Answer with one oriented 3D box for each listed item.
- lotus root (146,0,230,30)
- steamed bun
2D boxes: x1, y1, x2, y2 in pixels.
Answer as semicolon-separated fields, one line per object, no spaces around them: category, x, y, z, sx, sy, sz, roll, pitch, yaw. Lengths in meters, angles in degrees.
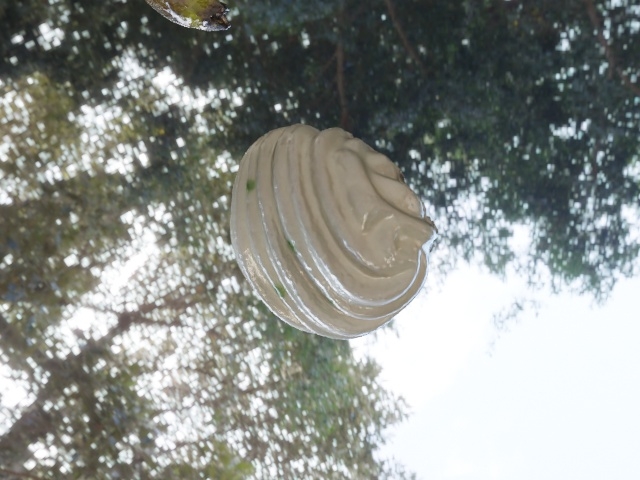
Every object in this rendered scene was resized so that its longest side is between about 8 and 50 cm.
lotus root;-0.161;-0.288;1.016;0.094;0.108;0.190;-30;-100;17
steamed bun;0.000;0.000;0.754;0.183;0.182;0.106;30;-125;28
